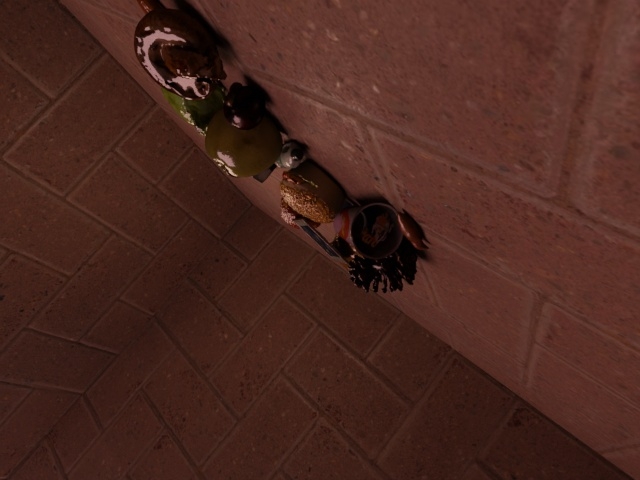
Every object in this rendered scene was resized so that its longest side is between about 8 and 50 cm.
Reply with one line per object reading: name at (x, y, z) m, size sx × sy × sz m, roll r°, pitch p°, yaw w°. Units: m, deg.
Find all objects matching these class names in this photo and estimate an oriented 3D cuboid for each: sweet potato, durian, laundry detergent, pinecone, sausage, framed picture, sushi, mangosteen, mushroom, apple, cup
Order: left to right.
sausage at (-0.540, -0.741, 1.413) m, size 0.183 × 0.054 × 0.062 m, roll 55°, pitch -166°, yaw -24°
mushroom at (-0.415, -0.564, 1.329) m, size 0.283 × 0.195 × 0.263 m, roll 34°, pitch 135°, yaw 16°
durian at (-0.509, -0.600, 1.683) m, size 0.339 × 0.205 × 0.255 m, roll 47°, pitch 161°, yaw 21°
mangosteen at (-0.259, -0.446, 1.430) m, size 0.152 × 0.152 × 0.152 m, roll 39°, pitch 172°, yaw 6°
apple at (-0.294, -0.373, 1.643) m, size 0.292 × 0.254 × 0.292 m, roll 39°, pitch 169°, yaw 9°
sushi at (-0.361, -0.429, 2.199) m, size 0.273 × 0.134 × 0.109 m, roll 34°, pitch -152°, yaw -32°
laundry detergent at (-0.117, -0.328, 1.660) m, size 0.070 × 0.099 × 0.226 m, roll 5°, pitch -174°, yaw -22°
framed picture at (0.000, 0.000, 1.912) m, size 0.281 × 0.019 × 0.209 m, roll 44°, pitch 171°, yaw -11°
cup at (0.153, -0.050, 1.588) m, size 0.203 × 0.203 × 0.288 m, roll 43°, pitch 176°, yaw -17°
pinecone at (0.240, 0.103, 1.709) m, size 0.246 × 0.292 × 0.246 m, roll 43°, pitch -147°, yaw -37°
sweet potato at (0.309, -0.027, 1.462) m, size 0.055 × 0.058 × 0.202 m, roll 3°, pitch 147°, yaw 41°

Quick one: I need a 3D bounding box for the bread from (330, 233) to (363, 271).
bread at (0.190, 0.053, 1.995) m, size 0.314 × 0.191 × 0.370 m, roll 42°, pitch 171°, yaw -4°

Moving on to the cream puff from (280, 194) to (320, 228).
cream puff at (-0.092, -0.148, 2.088) m, size 0.240 × 0.240 × 0.164 m, roll 42°, pitch 129°, yaw -12°

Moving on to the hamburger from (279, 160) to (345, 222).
hamburger at (-0.042, -0.186, 1.770) m, size 0.294 × 0.179 × 0.276 m, roll 43°, pitch 171°, yaw -16°

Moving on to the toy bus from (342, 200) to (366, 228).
toy bus at (0.154, -0.098, 1.767) m, size 0.153 × 0.061 × 0.051 m, roll 36°, pitch 178°, yaw 0°
